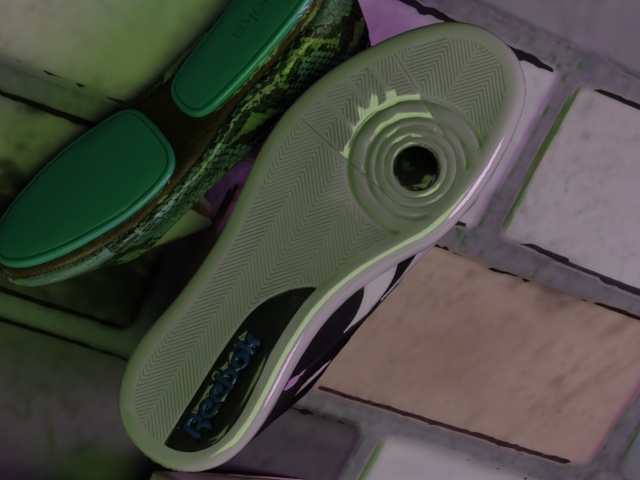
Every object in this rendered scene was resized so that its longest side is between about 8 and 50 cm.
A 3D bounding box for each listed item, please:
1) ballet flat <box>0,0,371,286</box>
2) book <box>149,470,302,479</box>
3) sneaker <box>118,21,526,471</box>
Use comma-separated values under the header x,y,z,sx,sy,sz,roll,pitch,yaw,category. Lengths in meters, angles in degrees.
x,y,z,sx,sy,sz,roll,pitch,yaw,category
-0.052,-0.038,0.675,0.188,0.070,0.070,-40,120,8,ballet flat
-0.070,0.178,0.780,0.096,0.035,0.144,13,114,-37,book
0.000,0.000,0.686,0.079,0.121,0.217,42,92,5,sneaker
